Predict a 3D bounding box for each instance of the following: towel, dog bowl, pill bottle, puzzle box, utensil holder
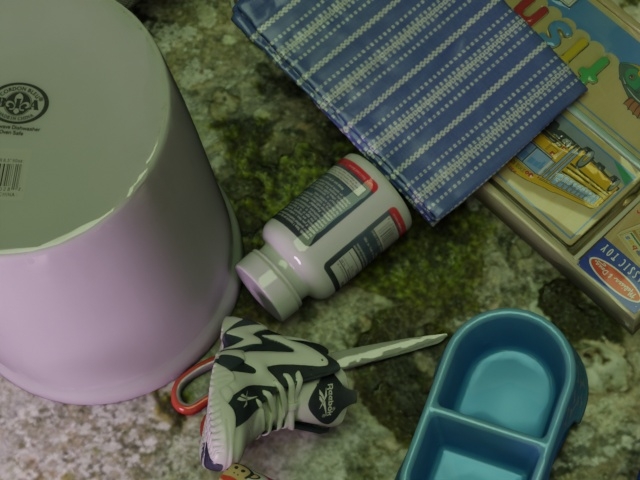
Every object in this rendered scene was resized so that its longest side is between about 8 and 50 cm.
[{"bbox_3d":[0.094,-0.208,2.025,0.243,0.040,0.336,-42,83,-13],"label":"towel"},{"bbox_3d":[0.174,0.202,1.902,0.166,0.074,0.297,17,69,14],"label":"dog bowl"},{"bbox_3d":[0.000,0.000,1.993,0.180,0.108,0.108,-40,68,-11],"label":"pill bottle"},{"bbox_3d":[0.289,-0.123,2.044,0.272,0.052,0.409,-43,69,-12],"label":"puzzle box"},{"bbox_3d":[-0.266,-0.046,1.893,0.328,0.385,0.327,-2,65,5],"label":"utensil holder"}]

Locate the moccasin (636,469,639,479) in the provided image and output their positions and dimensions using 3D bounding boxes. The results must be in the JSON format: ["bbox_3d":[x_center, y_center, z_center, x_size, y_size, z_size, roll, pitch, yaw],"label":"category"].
[{"bbox_3d":[0.356,0.304,1.821,0.117,0.138,0.342,16,83,9],"label":"moccasin"}]

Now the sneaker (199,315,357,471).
[{"bbox_3d":[-0.038,0.163,1.876,0.153,0.235,0.094,9,110,-1],"label":"sneaker"}]

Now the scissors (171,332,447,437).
[{"bbox_3d":[-0.016,0.130,1.984,0.297,0.021,0.109,-27,64,-4],"label":"scissors"}]

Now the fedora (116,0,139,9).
[{"bbox_3d":[-0.221,-0.356,2.142,0.124,0.244,0.275,40,64,-9],"label":"fedora"}]

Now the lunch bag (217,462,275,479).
[{"bbox_3d":[-0.102,0.362,1.761,0.120,0.258,0.293,22,71,16],"label":"lunch bag"}]

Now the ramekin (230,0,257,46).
[{"bbox_3d":[-0.010,-0.318,2.134,0.207,0.109,0.207,-3,66,6],"label":"ramekin"}]
